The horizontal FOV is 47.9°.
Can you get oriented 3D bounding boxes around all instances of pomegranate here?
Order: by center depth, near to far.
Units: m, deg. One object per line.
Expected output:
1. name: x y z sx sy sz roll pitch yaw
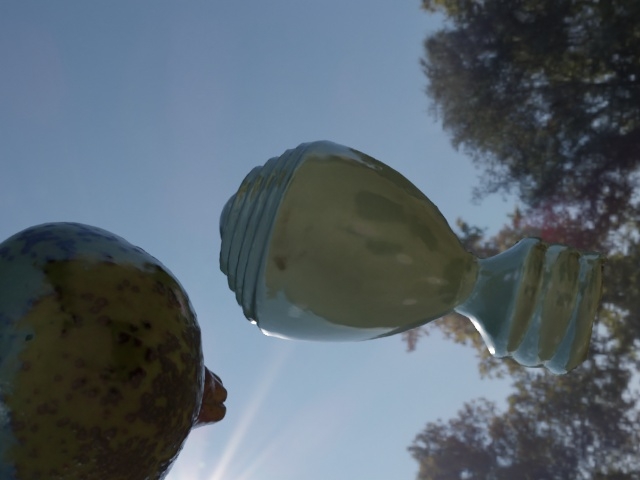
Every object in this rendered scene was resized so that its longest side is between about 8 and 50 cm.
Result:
1. pomegranate: -0.160 0.106 0.530 0.248 0.214 0.214 28 -111 -51

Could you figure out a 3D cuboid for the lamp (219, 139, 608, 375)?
1. lamp: 0.039 0.014 0.364 0.106 0.193 0.106 17 -90 -79
